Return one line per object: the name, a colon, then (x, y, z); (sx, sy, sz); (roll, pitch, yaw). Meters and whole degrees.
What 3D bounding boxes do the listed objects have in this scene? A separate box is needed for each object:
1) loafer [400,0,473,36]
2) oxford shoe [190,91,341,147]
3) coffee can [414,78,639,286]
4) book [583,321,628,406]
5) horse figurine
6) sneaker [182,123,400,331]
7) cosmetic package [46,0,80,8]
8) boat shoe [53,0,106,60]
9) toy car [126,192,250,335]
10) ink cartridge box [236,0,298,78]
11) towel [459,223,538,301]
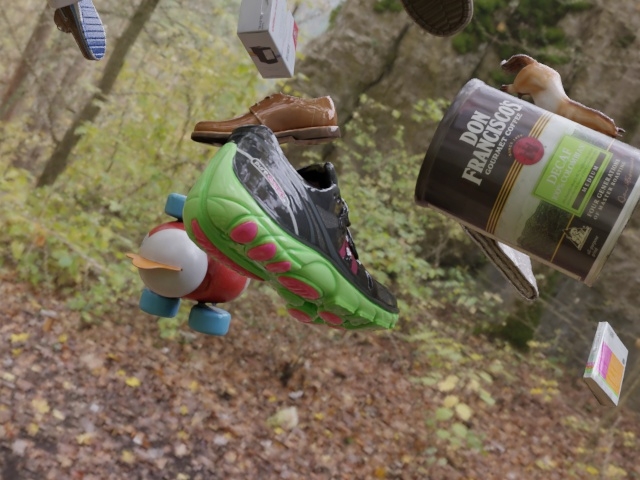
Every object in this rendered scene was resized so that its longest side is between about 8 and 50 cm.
loafer: (0.135, -0.414, 1.113); (0.268, 0.102, 0.092); (53, 32, -27)
oxford shoe: (-0.080, -0.170, 1.116); (0.212, 0.076, 0.076); (-6, -2, -13)
coffee can: (0.301, -0.084, 1.119); (0.275, 0.202, 0.201); (27, 11, 16)
book: (0.584, 0.252, 1.608); (0.035, 0.144, 0.096); (-14, -56, 46)
horse figurine: (0.410, -0.245, 1.441); (0.066, 0.174, 0.263); (-23, 74, -30)
sneaker: (0.000, 0.000, 1.141); (0.185, 0.202, 0.483); (6, -23, 29)
cosmetic package: (-0.310, -0.630, 1.210); (0.327, 0.393, 0.329); (61, -19, 13)
boat shoe: (-0.456, -0.415, 1.461); (0.066, 0.066, 0.183); (-20, 93, -66)
toy car: (-0.251, 0.033, 1.324); (0.210, 0.219, 0.238); (16, 1, 23)
ink cartridge box: (-0.108, -0.439, 1.643); (0.072, 0.127, 0.175); (1, -20, 15)
towel: (0.382, -0.013, 1.721); (0.282, 0.049, 0.187); (46, 26, -20)
